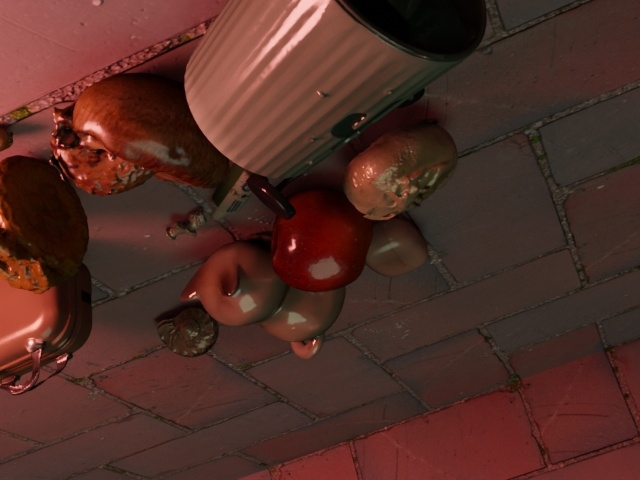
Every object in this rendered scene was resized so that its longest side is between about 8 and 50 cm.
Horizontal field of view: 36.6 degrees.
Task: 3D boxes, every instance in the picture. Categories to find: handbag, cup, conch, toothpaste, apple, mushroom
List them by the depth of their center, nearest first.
[{"bbox_3d":[0.043,-0.290,1.411,0.401,0.310,0.392,9,149,-35],"label":"cup"},{"bbox_3d":[-0.292,-0.171,1.554,0.283,0.195,0.263,-5,-173,-12],"label":"mushroom"},{"bbox_3d":[-0.119,-0.156,1.822,0.099,0.061,0.392,5,143,-32],"label":"toothpaste"},{"bbox_3d":[-0.604,0.179,1.943,0.302,0.283,0.149,-24,149,15],"label":"handbag"},{"bbox_3d":[0.000,0.000,1.993,0.201,0.218,0.218,11,148,-3],"label":"apple"},{"bbox_3d":[-0.326,0.222,2.390,0.155,0.130,0.207,20,174,3],"label":"conch"}]

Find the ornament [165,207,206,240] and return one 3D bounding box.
[{"bbox_3d":[-0.276,-0.028,1.990,0.092,0.041,0.068,-16,155,-1],"label":"ornament"}]

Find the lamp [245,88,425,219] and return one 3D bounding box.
[{"bbox_3d":[0.045,-0.158,1.782,0.371,0.108,0.130,-28,156,-1],"label":"lamp"}]

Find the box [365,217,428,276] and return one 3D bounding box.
[{"bbox_3d":[0.169,0.018,2.247,0.146,0.088,0.200,-26,151,17],"label":"box"}]

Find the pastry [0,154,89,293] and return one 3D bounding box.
[{"bbox_3d":[-0.514,-0.018,1.687,0.132,0.235,0.240,-24,142,24],"label":"pastry"}]

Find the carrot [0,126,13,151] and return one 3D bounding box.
[{"bbox_3d":[-0.633,-0.154,1.588,0.254,0.049,0.049,-8,151,-5],"label":"carrot"}]

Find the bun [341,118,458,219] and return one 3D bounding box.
[{"bbox_3d":[0.154,-0.128,1.876,0.239,0.141,0.239,-27,165,-8],"label":"bun"}]

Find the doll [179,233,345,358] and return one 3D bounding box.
[{"bbox_3d":[-0.106,0.110,2.160,0.215,0.226,0.370,0,159,46],"label":"doll"}]
